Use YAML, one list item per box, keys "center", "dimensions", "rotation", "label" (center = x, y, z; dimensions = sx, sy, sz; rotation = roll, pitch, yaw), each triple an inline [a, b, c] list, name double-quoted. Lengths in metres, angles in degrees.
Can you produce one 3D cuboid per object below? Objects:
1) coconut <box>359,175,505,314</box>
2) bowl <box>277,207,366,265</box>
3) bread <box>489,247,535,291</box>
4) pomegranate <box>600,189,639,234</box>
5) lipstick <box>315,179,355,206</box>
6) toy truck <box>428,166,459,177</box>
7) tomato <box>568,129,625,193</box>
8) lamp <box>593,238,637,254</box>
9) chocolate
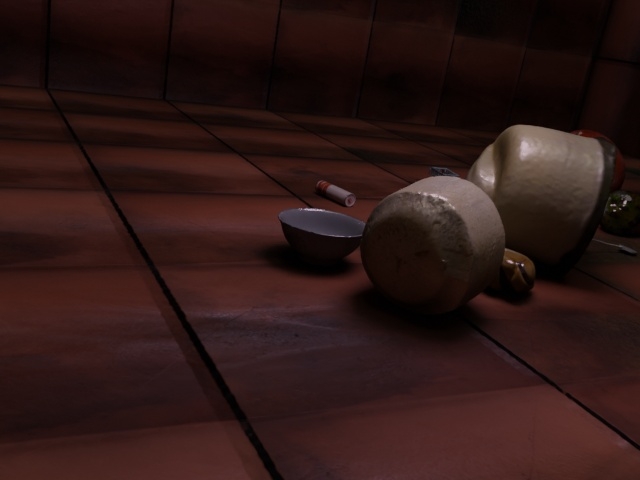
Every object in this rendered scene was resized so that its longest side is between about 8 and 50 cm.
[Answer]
- center: [0.212, 0.005, 1.279]
  dimensions: [0.237, 0.237, 0.266]
  rotation: [19, 25, 27]
  label: "coconut"
- center: [0.000, 0.000, 1.425]
  dimensions: [0.189, 0.086, 0.189]
  rotation: [9, 16, -3]
  label: "bowl"
- center: [0.335, 0.048, 1.458]
  dimensions: [0.225, 0.081, 0.134]
  rotation: [19, 16, 35]
  label: "bread"
- center: [0.899, -0.071, 2.066]
  dimensions: [0.163, 0.138, 0.125]
  rotation: [44, 12, 5]
  label: "pomegranate"
- center: [0.040, -0.129, 1.922]
  dimensions: [0.038, 0.038, 0.131]
  rotation: [-5, 23, -38]
  label: "lipstick"
- center: [0.353, -0.125, 1.948]
  dimensions: [0.080, 0.115, 0.177]
  rotation: [3, 20, -19]
  label: "toy truck"
- center: [0.836, -0.210, 2.238]
  dimensions: [0.265, 0.264, 0.265]
  rotation: [9, 18, -3]
  label: "tomato"
- center: [0.754, 0.021, 1.855]
  dimensions: [0.198, 0.056, 0.050]
  rotation: [14, 13, -25]
  label: "lamp"
- center: [0.485, -0.122, 1.623]
  dimensions: [0.297, 0.314, 0.326]
  rotation: [22, 21, 7]
  label: "chocolate"
